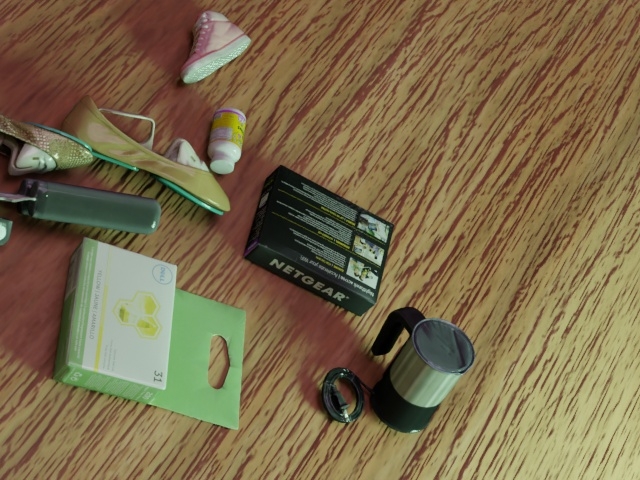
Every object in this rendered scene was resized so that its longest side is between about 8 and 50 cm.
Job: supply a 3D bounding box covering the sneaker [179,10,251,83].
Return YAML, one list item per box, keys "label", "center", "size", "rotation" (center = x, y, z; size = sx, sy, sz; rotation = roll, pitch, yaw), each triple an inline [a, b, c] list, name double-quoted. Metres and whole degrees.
- label: "sneaker"
  center: [-0.155, -0.258, 2.097]
  size: [0.070, 0.051, 0.134]
  rotation: [48, 45, 3]

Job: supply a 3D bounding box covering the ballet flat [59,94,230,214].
- label: "ballet flat"
  center: [-0.202, -0.106, 1.947]
  size: [0.232, 0.080, 0.073]
  rotation: [25, 91, -18]

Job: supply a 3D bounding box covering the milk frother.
- label: "milk frother"
  center: [0.091, 0.165, 1.948]
  size: [0.129, 0.134, 0.143]
  rotation: [43, 45, 14]

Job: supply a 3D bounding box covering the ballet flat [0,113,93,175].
- label: "ballet flat"
  center: [-0.370, -0.113, 1.861]
  size: [0.206, 0.073, 0.067]
  rotation: [20, 62, -12]

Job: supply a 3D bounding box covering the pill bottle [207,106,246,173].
- label: "pill bottle"
  center: [-0.121, -0.127, 2.044]
  size: [0.043, 0.043, 0.083]
  rotation: [22, 54, -22]

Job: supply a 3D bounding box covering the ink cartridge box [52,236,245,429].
- label: "ink cartridge box"
  center: [-0.186, 0.110, 1.856]
  size: [0.235, 0.056, 0.171]
  rotation: [18, 54, -22]

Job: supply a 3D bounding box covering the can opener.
- label: "can opener"
  center: [-0.324, -0.032, 1.849]
  size: [0.280, 0.074, 0.093]
  rotation: [4, 96, -30]

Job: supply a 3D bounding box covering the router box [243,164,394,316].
- label: "router box"
  center: [0.000, 0.000, 2.048]
  size: [0.179, 0.046, 0.133]
  rotation: [28, 52, -17]
